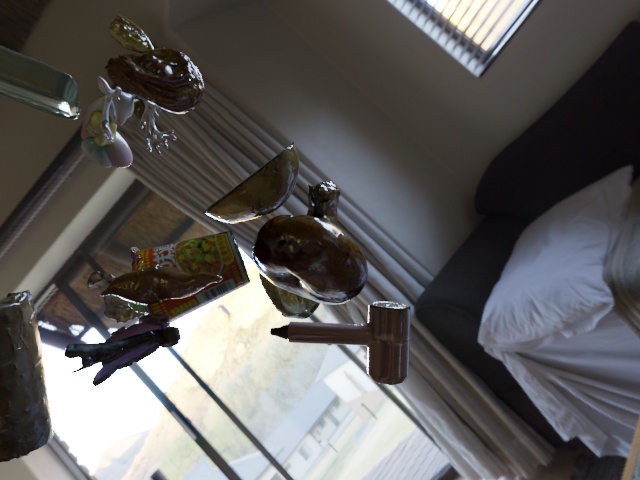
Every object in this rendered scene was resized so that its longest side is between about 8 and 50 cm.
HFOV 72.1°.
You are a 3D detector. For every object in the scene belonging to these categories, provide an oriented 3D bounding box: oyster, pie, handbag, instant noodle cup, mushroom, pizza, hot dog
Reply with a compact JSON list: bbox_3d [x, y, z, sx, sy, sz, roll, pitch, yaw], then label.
[{"bbox_3d":[-0.649,0.171,1.475,0.275,0.271,0.100,105,173,-45],"label":"oyster"},{"bbox_3d":[-0.081,0.085,1.394,0.077,0.339,0.339,-12,15,38],"label":"pie"},{"bbox_3d":[-0.716,-0.376,1.066,0.219,0.256,0.079,-15,58,64],"label":"handbag"},{"bbox_3d":[-0.274,0.068,0.964,0.212,0.193,0.193,-20,-14,-9],"label":"instant noodle cup"},{"bbox_3d":[-0.003,0.030,0.970,0.255,0.267,0.267,-37,-10,-9],"label":"mushroom"},{"bbox_3d":[-0.614,-0.663,1.416,0.036,0.160,0.099,-41,6,46],"label":"pizza"},{"bbox_3d":[-0.447,-0.441,1.176,0.196,0.272,0.122,-35,-31,-39],"label":"hot dog"}]

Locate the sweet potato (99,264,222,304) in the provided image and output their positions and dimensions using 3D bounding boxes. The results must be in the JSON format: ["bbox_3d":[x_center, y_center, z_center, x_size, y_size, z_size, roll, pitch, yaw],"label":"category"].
[{"bbox_3d":[-0.259,0.071,0.741,0.226,0.068,0.068,-7,1,15],"label":"sweet potato"}]

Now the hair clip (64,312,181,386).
[{"bbox_3d":[-0.353,0.186,0.793,0.187,0.056,0.146,-17,21,-21],"label":"hair clip"}]

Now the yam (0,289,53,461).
[{"bbox_3d":[-0.489,0.202,0.669,0.130,0.238,0.128,-7,1,9],"label":"yam"}]

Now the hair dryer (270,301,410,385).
[{"bbox_3d":[0.047,0.246,1.086,0.107,0.345,0.189,-20,-68,-87],"label":"hair dryer"}]

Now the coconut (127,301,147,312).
[{"bbox_3d":[-0.425,0.128,1.069,0.088,0.088,0.096,46,-135,-81],"label":"coconut"}]

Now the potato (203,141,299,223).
[{"bbox_3d":[-0.155,-0.129,1.150,0.299,0.116,0.239,-32,18,20],"label":"potato"}]

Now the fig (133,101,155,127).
[{"bbox_3d":[-0.681,-0.486,1.685,0.098,0.084,0.082,-25,16,37],"label":"fig"}]

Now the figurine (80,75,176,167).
[{"bbox_3d":[-0.609,-0.346,1.359,0.207,0.284,0.316,-9,-25,-40],"label":"figurine"}]
